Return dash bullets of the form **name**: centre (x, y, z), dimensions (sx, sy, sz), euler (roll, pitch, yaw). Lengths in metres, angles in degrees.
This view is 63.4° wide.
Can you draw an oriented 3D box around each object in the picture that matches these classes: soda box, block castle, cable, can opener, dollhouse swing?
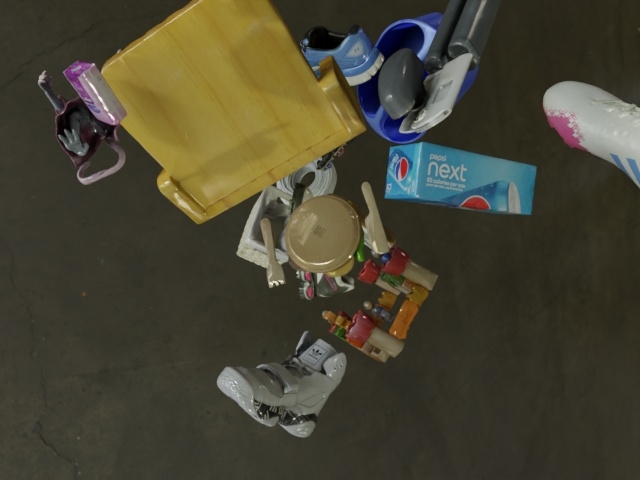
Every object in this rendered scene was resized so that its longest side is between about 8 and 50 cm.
- **soda box**: centre (0.193, -0.079, 0.699), dimensions (0.210, 0.067, 0.071), euler (5, 92, -28)
- **block castle**: centre (0.159, 0.191, 1.631), dimensions (0.212, 0.453, 0.303), euler (30, 80, -1)
- **cable**: centre (-0.059, -0.244, 2.106), dimensions (0.089, 0.256, 0.257), euler (33, 58, -59)
- **can opener**: centre (0.150, -0.246, 0.634), dimensions (0.095, 0.076, 0.284), euler (39, 60, -26)
- **dollhouse swing**: centre (-0.148, -0.256, 0.906), dimensions (0.305, 0.346, 0.315), euler (55, 16, -25)

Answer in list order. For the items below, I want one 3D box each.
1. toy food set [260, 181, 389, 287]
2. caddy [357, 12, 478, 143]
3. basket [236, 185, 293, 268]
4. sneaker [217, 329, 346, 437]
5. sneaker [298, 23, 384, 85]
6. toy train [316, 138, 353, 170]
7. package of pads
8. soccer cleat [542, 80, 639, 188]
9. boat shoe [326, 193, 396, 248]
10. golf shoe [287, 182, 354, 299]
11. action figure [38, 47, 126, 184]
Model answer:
- **toy food set**: centre (0.005, -0.005, 0.793), dimensions (0.038, 0.191, 0.133), euler (37, 38, -65)
- **caddy**: centre (0.230, -0.403, 1.312), dimensions (0.179, 0.341, 0.241), euler (-36, 81, -34)
- **basket**: centre (-0.118, -0.027, 1.236), dimensions (0.113, 0.103, 0.167), euler (25, 58, -16)
- **sneaker**: centre (-0.069, 0.289, 1.125), dimensions (0.210, 0.137, 0.366), euler (-56, 145, -13)
- **sneaker**: centre (-0.012, -0.444, 1.260), dimensions (0.147, 0.329, 0.130), euler (54, 45, -35)
- **toy train**: centre (0.045, -0.242, 1.380), dimensions (0.158, 0.027, 0.036), euler (-50, 124, -10)
- **package of pads**: centre (-0.304, -0.199, 0.703), dimensions (0.032, 0.050, 0.083), euler (-51, 142, -25)
- **soccer cleat**: centre (0.499, -0.162, 0.798), dimensions (0.116, 0.331, 0.143), euler (-36, 160, -12)
- **boat shoe**: centre (0.114, -0.046, 1.717), dimensions (0.277, 0.096, 0.098), euler (38, 34, 2)
- **golf shoe**: centre (0.000, 0.000, 1.089), dimensions (0.105, 0.120, 0.273), euler (-79, 162, -56)
- **action figure**: centre (-0.588, -0.353, 1.408), dimensions (0.247, 0.370, 0.276), euler (-22, 116, -9)
